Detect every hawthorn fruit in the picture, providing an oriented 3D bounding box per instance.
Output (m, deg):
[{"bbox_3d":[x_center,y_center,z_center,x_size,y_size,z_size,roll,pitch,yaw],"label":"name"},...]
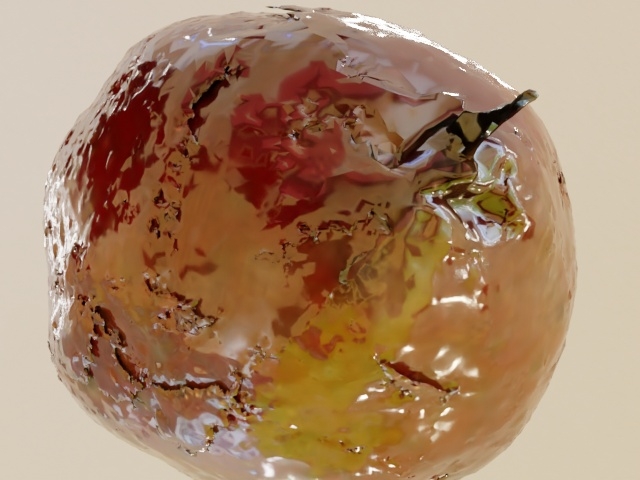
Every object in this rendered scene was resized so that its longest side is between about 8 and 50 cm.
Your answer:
[{"bbox_3d":[0.000,0.000,0.438,0.235,0.181,0.181,149,-54,-66],"label":"hawthorn fruit"}]
